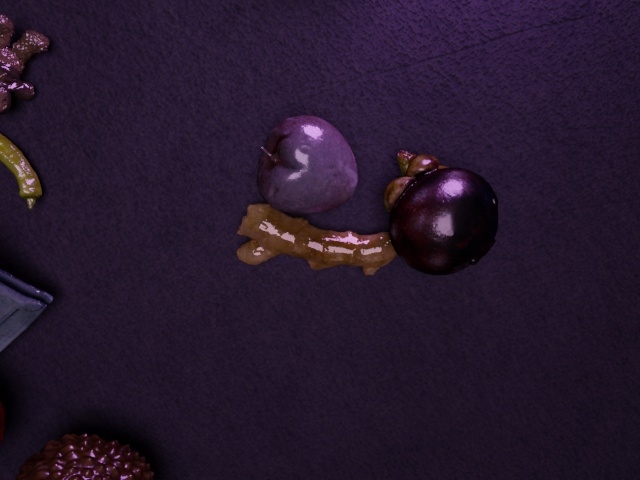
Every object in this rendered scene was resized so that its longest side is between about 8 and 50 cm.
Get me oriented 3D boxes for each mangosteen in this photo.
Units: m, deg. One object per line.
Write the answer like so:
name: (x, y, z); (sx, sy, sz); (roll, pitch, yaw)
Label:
mangosteen: (0.191, -0.053, 0.982); (0.194, 0.194, 0.230); (-42, 74, 5)

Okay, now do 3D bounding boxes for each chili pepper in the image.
chili pepper: (-0.548, -0.149, 1.000); (0.049, 0.043, 0.208); (-35, 95, 29)

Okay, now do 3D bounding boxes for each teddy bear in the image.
teddy bear: (-0.532, -0.287, 0.959); (0.119, 0.078, 0.160); (23, 93, -40)

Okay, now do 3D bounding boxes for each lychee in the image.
lychee: (-0.418, 0.481, 1.009); (0.267, 0.267, 0.267); (0, 100, -2)

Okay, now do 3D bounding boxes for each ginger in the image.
ginger: (0.000, 0.001, 1.033); (0.298, 0.065, 0.118); (7, 113, -2)

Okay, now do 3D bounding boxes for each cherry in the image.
cherry: (-0.023, -0.127, 0.975); (0.176, 0.140, 0.176); (-9, 114, -22)

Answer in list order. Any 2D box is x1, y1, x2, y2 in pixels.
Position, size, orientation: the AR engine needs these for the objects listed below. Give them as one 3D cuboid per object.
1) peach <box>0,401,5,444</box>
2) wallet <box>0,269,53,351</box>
peach: (-0.686, 0.325, 0.966); (0.281, 0.238, 0.281); (-8, 141, -6)
wallet: (-0.659, 0.094, 0.938); (0.237, 0.075, 0.342); (-37, 129, 15)
